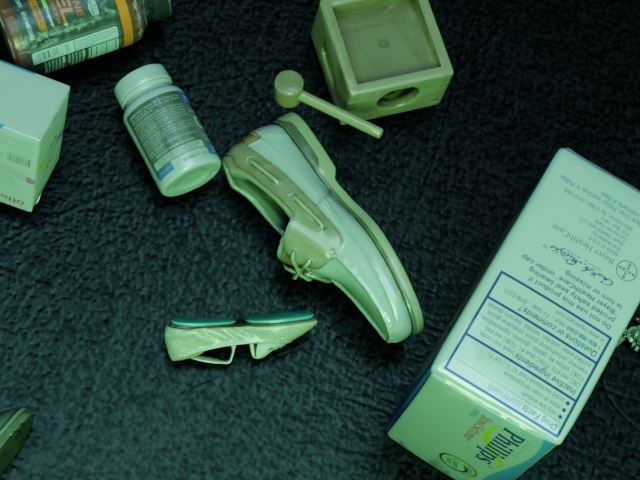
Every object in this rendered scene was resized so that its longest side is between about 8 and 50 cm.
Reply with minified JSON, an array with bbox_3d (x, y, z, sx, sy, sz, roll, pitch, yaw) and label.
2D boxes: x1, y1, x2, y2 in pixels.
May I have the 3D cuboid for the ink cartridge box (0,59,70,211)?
[{"bbox_3d":[-0.338,-0.108,1.712,0.092,0.143,0.090,21,51,-1],"label":"ink cartridge box"}]

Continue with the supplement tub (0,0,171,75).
[{"bbox_3d":[-0.274,-0.260,1.789,0.198,0.106,0.106,-22,75,-16],"label":"supplement tub"}]

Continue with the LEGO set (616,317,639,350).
[{"bbox_3d":[0.380,0.107,1.797,0.083,0.023,0.054,-30,77,-18],"label":"LEGO set"}]

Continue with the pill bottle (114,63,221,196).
[{"bbox_3d":[-0.175,-0.126,1.769,0.078,0.078,0.137,-25,76,-16],"label":"pill bottle"}]

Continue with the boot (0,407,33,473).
[{"bbox_3d":[-0.431,0.192,1.624,0.208,0.076,0.189,37,67,13],"label":"boot"}]

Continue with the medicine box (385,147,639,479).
[{"bbox_3d":[0.218,0.094,1.648,0.149,0.263,0.289,32,68,4],"label":"medicine box"}]

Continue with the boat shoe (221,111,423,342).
[{"bbox_3d":[0.000,0.000,1.739,0.103,0.113,0.302,-28,66,-16],"label":"boat shoe"}]

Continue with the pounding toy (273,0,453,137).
[{"bbox_3d":[0.040,-0.184,1.815,0.206,0.094,0.181,-13,72,-13],"label":"pounding toy"}]

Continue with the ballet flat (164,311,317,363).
[{"bbox_3d":[-0.087,0.108,1.718,0.168,0.057,0.052,-2,98,-6],"label":"ballet flat"}]
